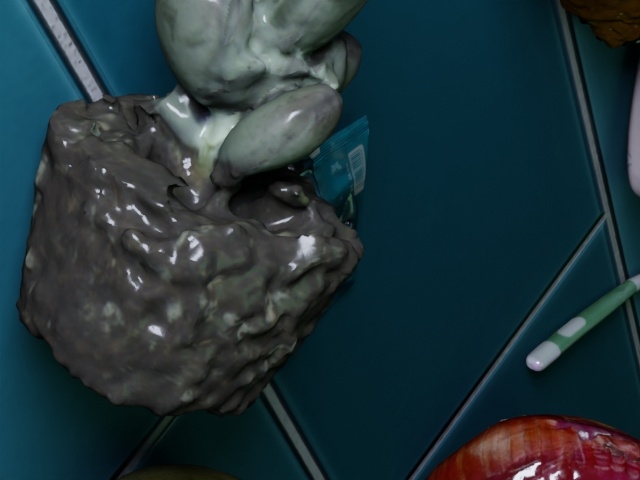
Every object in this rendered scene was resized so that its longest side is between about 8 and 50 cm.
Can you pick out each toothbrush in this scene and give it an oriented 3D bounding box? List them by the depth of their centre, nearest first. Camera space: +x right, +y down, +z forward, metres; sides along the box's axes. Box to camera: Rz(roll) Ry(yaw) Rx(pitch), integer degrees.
[{"bbox_3d":[0.246,0.047,1.605,0.257,0.018,0.024,-32,137,-41],"label":"toothbrush"}]

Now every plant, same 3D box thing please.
[{"bbox_3d":[-0.040,-0.056,0.933,0.149,0.146,0.275,2,112,-55],"label":"plant"}]

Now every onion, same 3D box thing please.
[{"bbox_3d":[0.183,0.202,1.492,0.163,0.230,0.230,-84,174,-47],"label":"onion"}]

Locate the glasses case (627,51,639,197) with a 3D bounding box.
[{"bbox_3d":[0.288,-0.157,1.438,0.113,0.075,0.297,-33,139,-43],"label":"glasses case"}]

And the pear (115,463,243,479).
[{"bbox_3d":[-0.081,0.211,1.107,0.167,0.136,0.167,-32,138,-34],"label":"pear"}]

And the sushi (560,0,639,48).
[{"bbox_3d":[0.248,-0.231,1.231,0.140,0.149,0.287,25,132,-38],"label":"sushi"}]

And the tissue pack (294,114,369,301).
[{"bbox_3d":[0.000,0.000,1.170,0.085,0.028,0.138,-36,145,-38],"label":"tissue pack"}]
